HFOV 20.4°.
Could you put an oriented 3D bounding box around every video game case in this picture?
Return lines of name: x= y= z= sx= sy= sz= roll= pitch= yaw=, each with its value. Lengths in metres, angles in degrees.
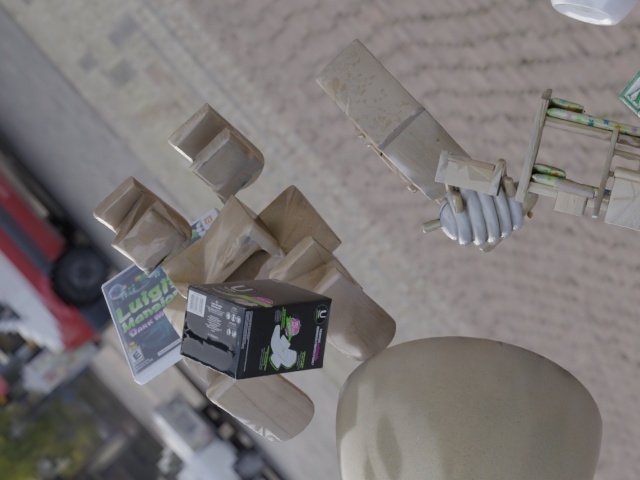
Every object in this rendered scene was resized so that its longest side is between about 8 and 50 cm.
video game case: x=-0.182 y=0.070 z=2.290 sx=0.022 sy=0.190 sz=0.173 roll=44 pitch=-165 yaw=-47

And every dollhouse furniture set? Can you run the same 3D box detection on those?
dollhouse furniture set: x=0.192 y=-0.078 z=1.488 sx=0.182 sy=0.101 sz=0.161 roll=14 pitch=-177 yaw=7
dollhouse furniture set: x=0.000 y=0.000 z=2.110 sx=0.256 sy=0.394 sz=0.362 roll=41 pitch=-172 yaw=-46

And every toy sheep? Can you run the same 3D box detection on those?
toy sheep: x=0.172 y=-0.035 z=1.924 sx=0.091 sy=0.132 sz=0.091 roll=-14 pitch=-90 yaw=-90

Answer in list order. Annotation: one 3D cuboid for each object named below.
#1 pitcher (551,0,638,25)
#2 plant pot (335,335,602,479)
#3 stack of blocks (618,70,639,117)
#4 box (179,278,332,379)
pitcher: x=0.329 y=-0.382 z=2.198 sx=0.178 sy=0.207 sz=0.125 roll=15 pitch=176 yaw=10
plant pot: x=0.145 y=0.261 z=1.836 sx=0.284 sy=0.284 sz=0.191 roll=54 pitch=-148 yaw=-37
stack of blocks: x=0.478 y=-0.109 z=2.079 sx=0.087 sy=0.171 sz=0.297 roll=23 pitch=-158 yaw=-43
box: x=-0.044 y=0.059 z=1.222 sx=0.083 sy=0.052 sz=0.062 roll=-3 pitch=-164 yaw=-44
